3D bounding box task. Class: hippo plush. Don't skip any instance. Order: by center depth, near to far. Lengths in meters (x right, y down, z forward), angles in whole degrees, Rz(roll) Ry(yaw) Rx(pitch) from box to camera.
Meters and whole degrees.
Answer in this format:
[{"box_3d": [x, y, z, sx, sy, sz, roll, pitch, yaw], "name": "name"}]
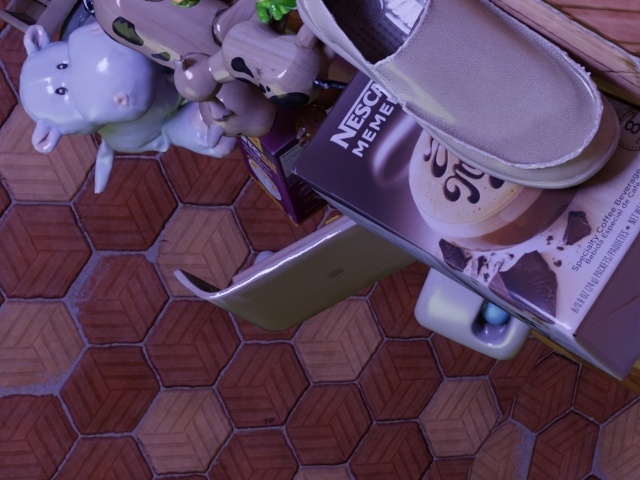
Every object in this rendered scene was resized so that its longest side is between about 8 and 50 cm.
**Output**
[{"box_3d": [-0.249, -0.210, 1.483, 0.294, 0.234, 0.236, -10, 168, 34], "name": "hippo plush"}]

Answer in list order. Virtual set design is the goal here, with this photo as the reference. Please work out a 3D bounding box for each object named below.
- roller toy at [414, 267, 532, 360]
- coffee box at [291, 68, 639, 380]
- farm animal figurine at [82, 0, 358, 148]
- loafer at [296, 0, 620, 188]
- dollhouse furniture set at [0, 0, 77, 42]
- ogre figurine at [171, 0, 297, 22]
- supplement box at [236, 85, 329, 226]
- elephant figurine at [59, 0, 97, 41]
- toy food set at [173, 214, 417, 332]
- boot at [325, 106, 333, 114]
[{"box_3d": [0.208, 0.037, 1.450, 0.146, 0.191, 0.209, 24, 167, 6], "name": "roller toy"}, {"box_3d": [0.144, -0.044, 0.963, 0.297, 0.168, 0.119, 31, 177, 39], "name": "coffee box"}, {"box_3d": [-0.097, -0.188, 1.230, 0.326, 0.172, 0.330, 33, 178, 4], "name": "farm animal figurine"}, {"box_3d": [0.083, -0.127, 0.854, 0.268, 0.102, 0.092, 33, -176, 17], "name": "loafer"}, {"box_3d": [-0.434, -0.401, 1.658, 0.212, 0.161, 0.242, 32, 178, 44], "name": "dollhouse furniture set"}, {"box_3d": [-0.090, -0.244, 1.035, 0.197, 0.097, 0.118, 48, -160, 12], "name": "ogre figurine"}, {"box_3d": [-0.041, -0.112, 1.461, 0.104, 0.080, 0.188, 47, 169, 25], "name": "supplement box"}, {"box_3d": [-0.265, -0.275, 1.707, 0.169, 0.186, 0.239, 9, -157, -31], "name": "elephant figurine"}, {"box_3d": [0.000, 0.000, 1.476, 0.092, 0.306, 0.220, 64, -171, 21], "name": "toy food set"}, {"box_3d": [0.036, -0.136, 1.556, 0.262, 0.095, 0.203, 31, 178, 20], "name": "boot"}]
